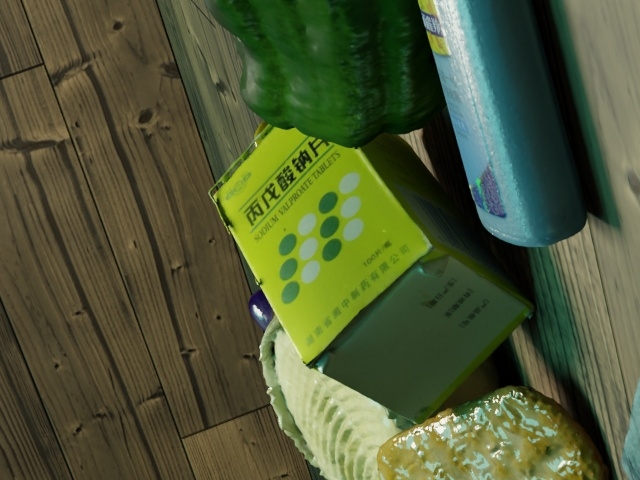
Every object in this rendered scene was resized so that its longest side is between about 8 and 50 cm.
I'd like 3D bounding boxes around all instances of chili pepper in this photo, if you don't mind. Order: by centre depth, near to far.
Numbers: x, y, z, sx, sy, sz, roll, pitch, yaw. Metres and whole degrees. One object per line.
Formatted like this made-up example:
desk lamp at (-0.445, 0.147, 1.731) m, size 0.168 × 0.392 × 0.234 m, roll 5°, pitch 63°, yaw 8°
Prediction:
chili pepper at (-0.010, -0.217, 1.121) m, size 0.385 × 0.167 × 0.213 m, roll 81°, pitch 164°, yaw -51°

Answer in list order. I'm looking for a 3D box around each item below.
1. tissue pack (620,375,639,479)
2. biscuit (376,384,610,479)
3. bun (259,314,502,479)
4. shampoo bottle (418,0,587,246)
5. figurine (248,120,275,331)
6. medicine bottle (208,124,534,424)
tissue pack at (0.235, 0.164, 0.731) m, size 0.185 × 0.081 × 0.257 m, roll 84°, pitch 163°, yaw -59°
biscuit at (0.127, 0.185, 1.266) m, size 0.118 × 0.029 × 0.247 m, roll 52°, pitch 141°, yaw -2°
bun at (0.068, 0.131, 1.455) m, size 0.259 × 0.152 × 0.259 m, roll 43°, pitch 151°, yaw 31°
shampoo bottle at (0.099, -0.127, 0.989) m, size 0.104 × 0.061 × 0.258 m, roll -136°, pitch 27°, yaw -69°
figurine at (-0.001, 0.000, 1.670) m, size 0.193 × 0.154 × 0.421 m, roll 57°, pitch 168°, yaw 38°
medicine bottle at (0.036, 0.004, 1.281) m, size 0.141 × 0.137 × 0.250 m, roll 29°, pitch -161°, yaw -39°
